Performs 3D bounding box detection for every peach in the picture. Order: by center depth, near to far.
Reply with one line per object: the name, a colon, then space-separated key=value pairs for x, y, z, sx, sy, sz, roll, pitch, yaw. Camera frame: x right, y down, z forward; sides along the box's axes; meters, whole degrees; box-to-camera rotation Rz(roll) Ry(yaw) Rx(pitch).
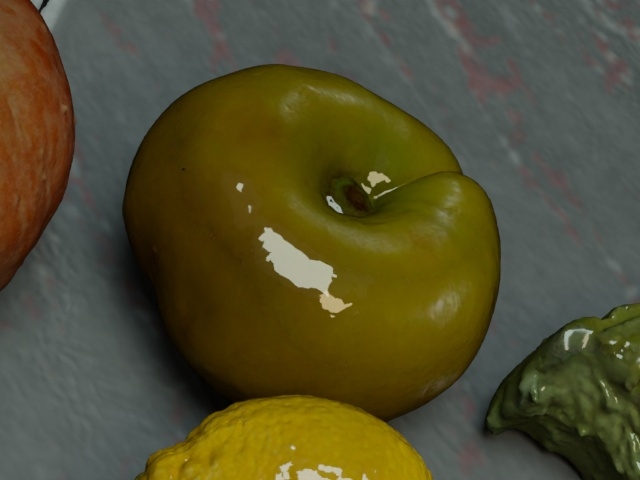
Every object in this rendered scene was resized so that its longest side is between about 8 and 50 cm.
peach: x=-0.248 y=-0.054 z=1.148 sx=0.232 sy=0.232 sz=0.232 roll=10 pitch=55 yaw=-14
peach: x=0.000 y=0.000 z=1.223 sx=0.251 sy=0.153 sz=0.251 roll=22 pitch=45 yaw=-24

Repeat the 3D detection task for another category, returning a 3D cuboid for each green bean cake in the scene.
green bean cake: x=0.251 y=0.146 z=1.227 sx=0.233 sy=0.124 sz=0.236 roll=-16 pitch=65 yaw=-28

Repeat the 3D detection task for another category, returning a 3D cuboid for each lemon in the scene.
lemon: x=-0.018 y=0.158 z=1.108 sx=0.187 sy=0.142 sz=0.142 roll=13 pitch=54 yaw=-10
